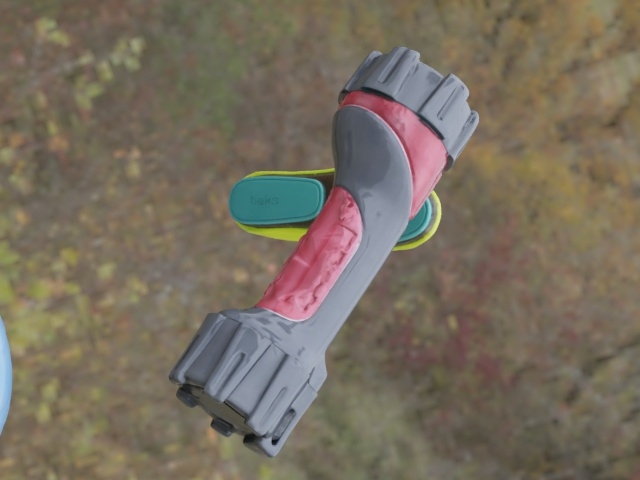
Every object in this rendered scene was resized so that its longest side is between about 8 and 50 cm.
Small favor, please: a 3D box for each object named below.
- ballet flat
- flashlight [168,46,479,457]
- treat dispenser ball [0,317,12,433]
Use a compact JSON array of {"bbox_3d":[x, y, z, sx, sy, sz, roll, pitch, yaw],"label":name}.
[{"bbox_3d":[0.024,-0.028,1.710,0.077,0.231,0.077,20,77,-54],"label":"ballet flat"},{"bbox_3d":[0.000,0.000,1.376,0.304,0.103,0.103,-54,149,-21],"label":"flashlight"},{"bbox_3d":[-0.421,0.123,1.688,0.288,0.288,0.288,-17,90,-75],"label":"treat dispenser ball"}]
